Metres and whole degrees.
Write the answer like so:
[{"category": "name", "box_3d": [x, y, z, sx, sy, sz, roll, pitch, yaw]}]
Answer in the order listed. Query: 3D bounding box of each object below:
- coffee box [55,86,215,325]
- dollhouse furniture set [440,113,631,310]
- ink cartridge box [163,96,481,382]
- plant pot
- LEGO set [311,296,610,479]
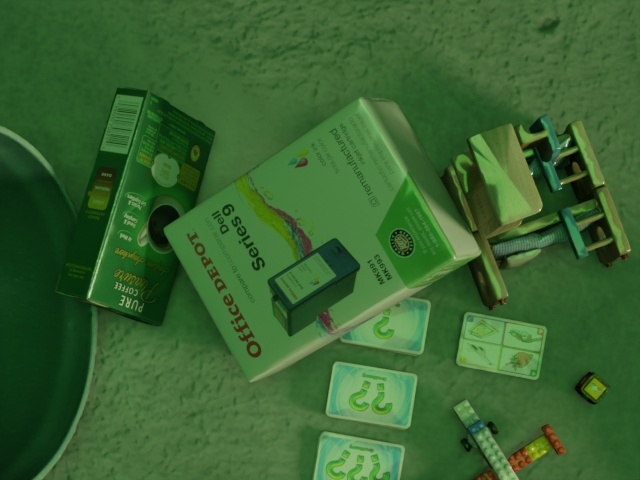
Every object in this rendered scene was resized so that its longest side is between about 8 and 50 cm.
[{"category": "coffee box", "box_3d": [-0.156, -0.027, 1.090, 0.040, 0.113, 0.184, 10, 82, 29]}, {"category": "dollhouse furniture set", "box_3d": [0.190, -0.028, 1.071, 0.129, 0.184, 0.129, -20, 84, -5]}, {"category": "ink cartridge box", "box_3d": [0.000, 0.000, 1.066, 0.212, 0.093, 0.154, -32, 83, 21]}, {"category": "plant pot", "box_3d": [-0.339, 0.060, 1.005, 0.196, 0.293, 0.293, -4, 81, 23]}, {"category": "LEGO set", "box_3d": [0.127, 0.150, 1.108, 0.244, 0.060, 0.182, 11, 85, -2]}]
